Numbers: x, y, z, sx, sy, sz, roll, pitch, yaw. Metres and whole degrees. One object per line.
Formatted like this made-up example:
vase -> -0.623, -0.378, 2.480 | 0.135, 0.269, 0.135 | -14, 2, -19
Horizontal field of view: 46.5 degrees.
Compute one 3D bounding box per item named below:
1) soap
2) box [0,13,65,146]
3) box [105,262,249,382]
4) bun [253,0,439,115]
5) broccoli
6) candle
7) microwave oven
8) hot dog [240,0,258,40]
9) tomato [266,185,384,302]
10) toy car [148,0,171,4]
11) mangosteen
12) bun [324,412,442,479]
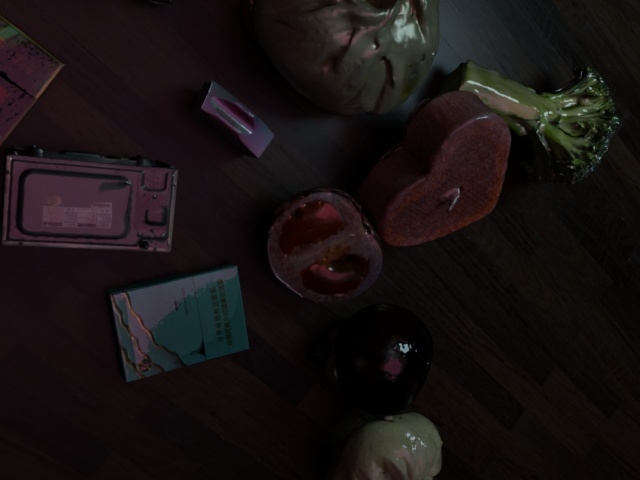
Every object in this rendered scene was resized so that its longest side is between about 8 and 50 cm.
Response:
soap -> -0.152, -0.205, 1.266 | 0.149, 0.100, 0.056 | 38, 81, -27
box -> -0.518, -0.219, 1.103 | 0.159, 0.071, 0.240 | 38, 81, -23
box -> -0.247, 0.141, 1.309 | 0.229, 0.041, 0.161 | -13, 103, -24
bun -> 0.080, -0.395, 1.270 | 0.365, 0.219, 0.365 | -6, 100, -33
broccoli -> 0.414, -0.233, 1.496 | 0.362, 0.221, 0.252 | -2, 93, -15
candle -> 0.238, -0.107, 1.408 | 0.317, 0.131, 0.287 | -47, 141, 16
microwave oven -> -0.357, -0.066, 1.140 | 0.241, 0.194, 0.145 | 3, 95, -24
hot dog -> -0.107, -0.387, 1.294 | 0.058, 0.035, 0.083 | -25, 109, -20
tomato -> 0.000, 0.000, 1.368 | 0.199, 0.112, 0.228 | -26, 112, 3
toy car -> -0.173, -0.546, 1.131 | 0.336, 0.226, 0.242 | -39, 113, -17
mangosteen -> 0.106, 0.218, 1.416 | 0.216, 0.216, 0.216 | -4, 100, -25
bun -> 0.129, 0.447, 1.435 | 0.259, 0.160, 0.259 | -16, 144, -12
